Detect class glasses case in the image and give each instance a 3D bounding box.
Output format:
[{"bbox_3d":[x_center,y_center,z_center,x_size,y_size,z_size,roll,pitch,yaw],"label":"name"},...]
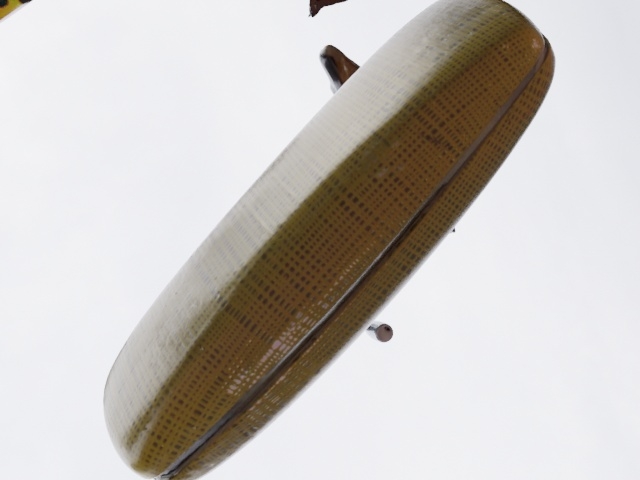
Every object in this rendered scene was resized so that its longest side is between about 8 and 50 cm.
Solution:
[{"bbox_3d":[0.000,0.000,0.352,0.064,0.234,0.079,37,-173,-37],"label":"glasses case"}]

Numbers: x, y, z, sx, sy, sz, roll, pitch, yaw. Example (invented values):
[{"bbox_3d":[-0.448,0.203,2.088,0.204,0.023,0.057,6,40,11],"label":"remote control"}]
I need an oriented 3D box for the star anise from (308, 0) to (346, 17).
[{"bbox_3d":[0.023,-0.336,0.929,0.144,0.158,0.140,48,-160,-17],"label":"star anise"}]

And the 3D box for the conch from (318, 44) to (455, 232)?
[{"bbox_3d":[0.060,-0.100,0.887,0.080,0.086,0.232,-37,-90,-29],"label":"conch"}]

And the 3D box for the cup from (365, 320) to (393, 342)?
[{"bbox_3d":[-0.021,0.105,1.404,0.300,0.173,0.167,19,-94,-15],"label":"cup"}]

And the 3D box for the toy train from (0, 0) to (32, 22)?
[{"bbox_3d":[-0.551,-0.356,1.284,0.160,0.296,0.100,53,-147,-28],"label":"toy train"}]
